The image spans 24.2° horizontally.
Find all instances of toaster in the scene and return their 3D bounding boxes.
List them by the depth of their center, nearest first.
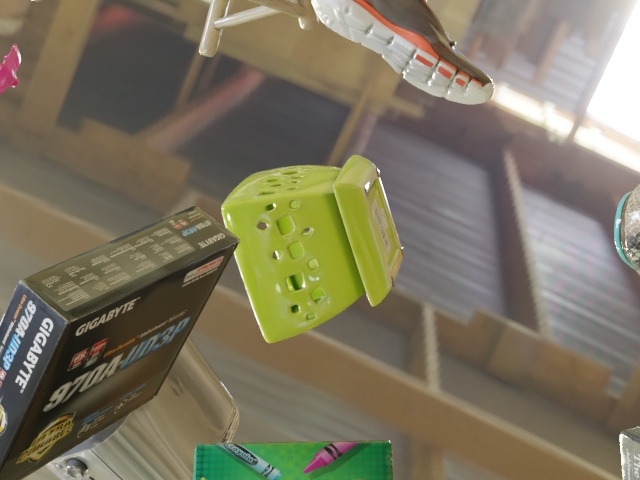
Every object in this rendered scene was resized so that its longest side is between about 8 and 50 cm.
[{"bbox_3d":[-0.176,0.181,1.506,0.146,0.129,0.227,55,-143,-24],"label":"toaster"}]

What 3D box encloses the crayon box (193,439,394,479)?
[{"bbox_3d":[-0.019,0.279,1.313,0.165,0.278,0.081,-1,-128,0],"label":"crayon box"}]

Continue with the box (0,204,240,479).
[{"bbox_3d":[-0.168,0.078,1.111,0.051,0.175,0.220,37,-151,15],"label":"box"}]

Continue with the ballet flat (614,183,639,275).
[{"bbox_3d":[0.530,0.041,1.866,0.182,0.164,0.483,2,165,33],"label":"ballet flat"}]

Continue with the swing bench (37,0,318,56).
[{"bbox_3d":[-0.141,-0.343,1.476,0.165,0.254,0.253,-8,167,42],"label":"swing bench"}]

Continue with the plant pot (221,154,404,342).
[{"bbox_3d":[0.000,0.000,2.256,0.207,0.228,0.227,-14,-167,13],"label":"plant pot"}]

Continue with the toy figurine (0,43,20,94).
[{"bbox_3d":[-0.461,-0.238,1.894,0.159,0.173,0.130,-6,174,-32],"label":"toy figurine"}]

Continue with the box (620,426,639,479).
[{"bbox_3d":[0.482,0.385,1.607,0.179,0.343,0.312,-8,-172,-17],"label":"box"}]

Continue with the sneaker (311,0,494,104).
[{"bbox_3d":[0.073,-0.163,1.129,0.158,0.065,0.061,33,164,-11],"label":"sneaker"}]
